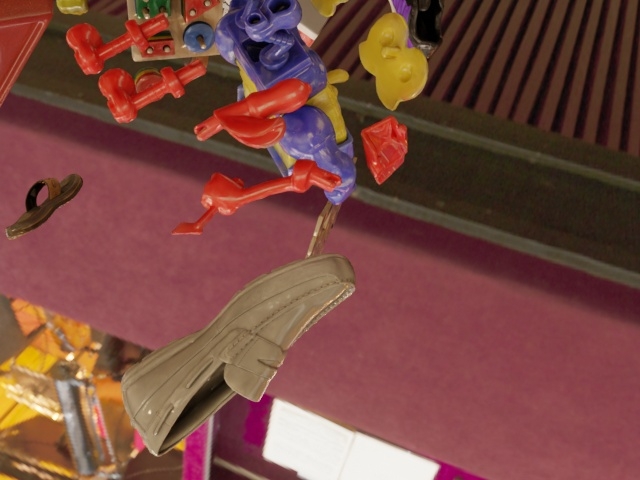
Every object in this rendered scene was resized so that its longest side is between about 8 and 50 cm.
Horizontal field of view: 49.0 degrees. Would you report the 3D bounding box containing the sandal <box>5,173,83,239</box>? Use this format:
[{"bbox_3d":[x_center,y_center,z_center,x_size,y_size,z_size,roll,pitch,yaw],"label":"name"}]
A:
[{"bbox_3d":[-0.507,-0.075,1.275,0.090,0.219,0.060,-21,112,27],"label":"sandal"}]

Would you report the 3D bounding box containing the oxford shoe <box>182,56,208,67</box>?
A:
[{"bbox_3d":[-0.350,-0.608,2.053,0.076,0.076,0.212,13,96,48],"label":"oxford shoe"}]

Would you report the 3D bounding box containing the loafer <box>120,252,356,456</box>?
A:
[{"bbox_3d":[-0.086,0.132,0.809,0.319,0.111,0.112,-36,151,12],"label":"loafer"}]

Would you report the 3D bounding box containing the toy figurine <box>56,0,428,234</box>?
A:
[{"bbox_3d":[-0.068,-0.132,0.571,0.362,0.191,0.217,56,175,24],"label":"toy figurine"}]

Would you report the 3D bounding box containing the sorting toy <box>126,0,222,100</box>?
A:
[{"bbox_3d":[-0.197,-0.316,0.971,0.132,0.046,0.274,-10,135,-18],"label":"sorting toy"}]

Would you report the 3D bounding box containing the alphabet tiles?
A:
[{"bbox_3d":[0.000,0.000,1.177,0.009,0.198,0.237,23,128,4],"label":"alphabet tiles"}]

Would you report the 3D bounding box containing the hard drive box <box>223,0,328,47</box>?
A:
[{"bbox_3d":[-0.113,-0.486,1.479,0.232,0.089,0.181,32,155,-11],"label":"hard drive box"}]

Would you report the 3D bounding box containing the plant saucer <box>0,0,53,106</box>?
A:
[{"bbox_3d":[-0.412,-0.177,0.773,0.048,0.258,0.259,40,116,-5],"label":"plant saucer"}]

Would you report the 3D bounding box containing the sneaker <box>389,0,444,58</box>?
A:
[{"bbox_3d":[0.211,-0.545,1.548,0.146,0.102,0.293,4,112,67],"label":"sneaker"}]
